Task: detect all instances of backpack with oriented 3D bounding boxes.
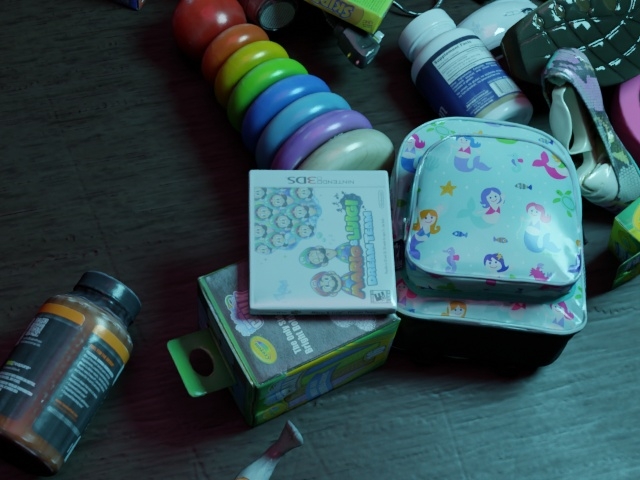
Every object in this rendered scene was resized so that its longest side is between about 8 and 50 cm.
[{"bbox_3d":[0.171,-0.013,1.249,0.225,0.191,0.254,7,57,-1],"label":"backpack"}]

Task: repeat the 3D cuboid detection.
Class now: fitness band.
[{"bbox_3d":[0.484,-0.122,1.401,0.209,0.054,0.291,-36,70,-21],"label":"fitness band"}]

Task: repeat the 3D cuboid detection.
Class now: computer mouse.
[{"bbox_3d":[0.247,-0.275,1.465,0.193,0.042,0.106,-27,69,-18],"label":"computer mouse"}]

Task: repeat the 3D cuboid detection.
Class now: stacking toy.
[{"bbox_3d":[-0.060,-0.172,1.339,0.141,0.141,0.330,-29,64,-18],"label":"stacking toy"}]

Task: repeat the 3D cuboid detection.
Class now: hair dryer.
[{"bbox_3d":[-0.011,-0.324,1.465,0.293,0.080,0.223,34,45,9],"label":"hair dryer"}]

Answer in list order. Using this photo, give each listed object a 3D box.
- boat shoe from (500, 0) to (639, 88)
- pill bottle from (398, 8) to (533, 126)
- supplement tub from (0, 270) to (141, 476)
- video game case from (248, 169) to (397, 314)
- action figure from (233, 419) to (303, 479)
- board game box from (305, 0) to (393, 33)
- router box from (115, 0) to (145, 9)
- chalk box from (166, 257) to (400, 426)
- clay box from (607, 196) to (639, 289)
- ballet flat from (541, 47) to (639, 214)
[{"bbox_3d":[0.359,-0.257,1.404,0.324,0.120,0.123,-18,100,-17],"label":"boat shoe"},{"bbox_3d":[0.166,-0.189,1.383,0.094,0.094,0.169,-27,68,-18],"label":"pill bottle"},{"bbox_3d":[-0.257,0.128,1.173,0.106,0.106,0.198,26,63,8],"label":"supplement tub"},{"bbox_3d":[0.000,0.000,1.163,0.143,0.019,0.157,0,62,-4],"label":"video game case"},{"bbox_3d":[-0.085,0.380,1.062,0.330,0.178,0.341,-33,97,-13],"label":"action figure"},{"bbox_3d":[-0.030,-0.340,1.390,0.259,0.039,0.124,29,44,0],"label":"board game box"},{"bbox_3d":[-0.315,-0.482,1.499,0.335,0.082,0.301,23,63,7],"label":"router box"},{"bbox_3d":[-0.047,0.095,1.197,0.213,0.132,0.132,-23,68,-15],"label":"chalk box"},{"bbox_3d":[0.391,-0.042,1.277,0.222,0.127,0.053,-38,72,-2],"label":"clay box"},{"bbox_3d":[0.295,-0.106,1.312,0.079,0.077,0.222,-41,114,-36],"label":"ballet flat"}]
